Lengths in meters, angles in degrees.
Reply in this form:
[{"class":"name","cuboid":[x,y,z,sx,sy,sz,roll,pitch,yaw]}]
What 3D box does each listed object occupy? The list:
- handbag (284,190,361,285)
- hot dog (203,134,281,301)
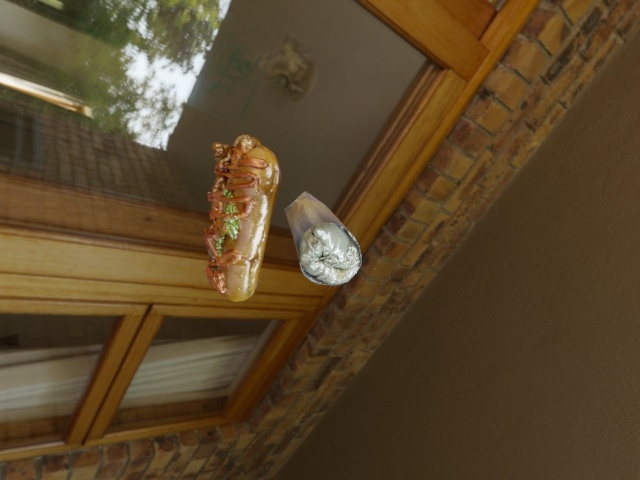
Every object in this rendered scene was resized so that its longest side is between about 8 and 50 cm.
[{"class":"handbag","cuboid":[0.000,0.000,0.672,0.095,0.117,0.173,-43,-155,8]},{"class":"hot dog","cuboid":[-0.172,-0.037,0.833,0.158,0.117,0.349,50,-46,43]}]
